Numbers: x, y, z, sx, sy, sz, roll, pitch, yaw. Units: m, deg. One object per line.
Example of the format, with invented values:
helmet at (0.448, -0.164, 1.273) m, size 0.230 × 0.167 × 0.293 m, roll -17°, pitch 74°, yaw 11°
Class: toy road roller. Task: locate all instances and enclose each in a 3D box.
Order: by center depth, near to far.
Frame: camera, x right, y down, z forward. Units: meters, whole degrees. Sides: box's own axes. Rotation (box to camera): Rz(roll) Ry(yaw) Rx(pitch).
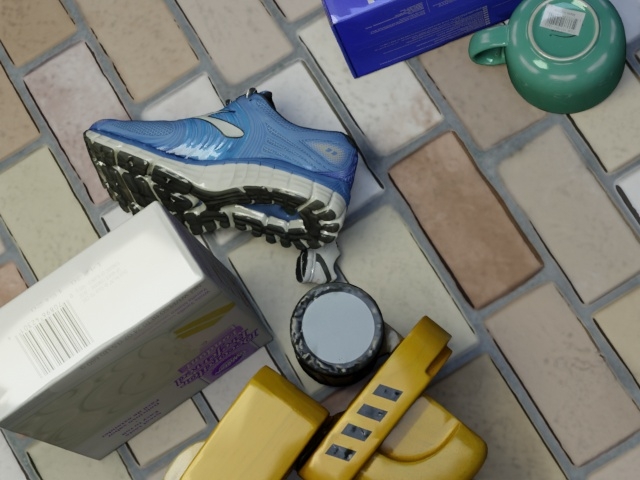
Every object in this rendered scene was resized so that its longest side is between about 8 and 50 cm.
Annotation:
toy road roller at (0.017, 0.214, 1.613) m, size 0.240 × 0.202 × 0.329 m, roll 38°, pitch 84°, yaw 6°

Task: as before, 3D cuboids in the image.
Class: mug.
mug at (0.251, -0.205, 1.723) m, size 0.158 × 0.097 × 0.129 m, roll -29°, pitch 73°, yaw 2°

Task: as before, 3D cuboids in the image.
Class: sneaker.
sneaker at (0.000, 0.000, 1.754) m, size 0.044 × 0.040 × 0.109 m, roll 13°, pitch 69°, yaw -20°
sneaker at (-0.107, -0.088, 1.760) m, size 0.330 × 0.129 × 0.147 m, roll 12°, pitch 53°, yaw 21°

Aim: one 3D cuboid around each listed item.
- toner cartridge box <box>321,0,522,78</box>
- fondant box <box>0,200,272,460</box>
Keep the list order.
toner cartridge box at (0.174, -0.295, 1.726) m, size 0.348 × 0.165 × 0.075 m, roll -21°, pitch 73°, yaw 4°
fondant box at (-0.196, 0.102, 1.606) m, size 0.238 × 0.330 × 0.096 m, roll -35°, pitch 75°, yaw 0°
